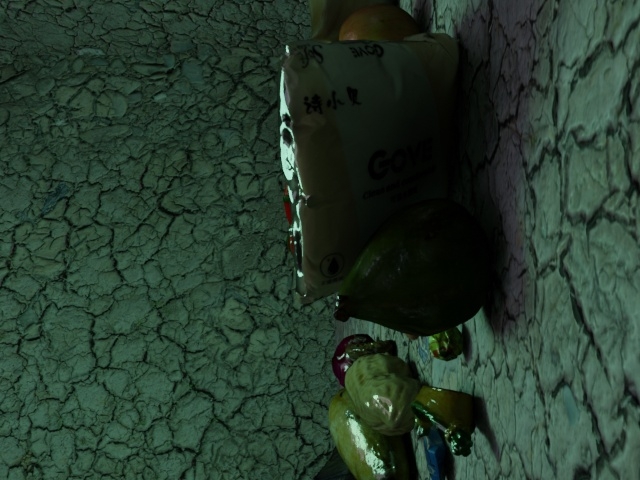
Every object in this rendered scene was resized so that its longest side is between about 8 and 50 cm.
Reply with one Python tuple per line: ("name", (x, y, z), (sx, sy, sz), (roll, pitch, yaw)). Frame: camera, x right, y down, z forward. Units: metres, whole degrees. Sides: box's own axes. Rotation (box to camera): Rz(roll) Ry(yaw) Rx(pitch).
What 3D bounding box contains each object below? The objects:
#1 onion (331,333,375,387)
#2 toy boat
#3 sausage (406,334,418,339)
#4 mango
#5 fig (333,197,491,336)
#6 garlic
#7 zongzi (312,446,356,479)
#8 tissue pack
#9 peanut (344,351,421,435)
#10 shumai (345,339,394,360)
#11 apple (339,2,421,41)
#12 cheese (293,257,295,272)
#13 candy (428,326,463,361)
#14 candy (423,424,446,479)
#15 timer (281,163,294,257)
("onion", (0.104, 0.361, 2.075), (0.198, 0.135, 0.173), (-116, 22, -77))
("toy boat", (0.187, 0.272, 1.116), (0.229, 0.088, 0.088), (128, 155, -79))
("sausage", (0.190, 0.165, 1.477), (0.034, 0.034, 0.083), (-95, 7, -50))
("mango", (0.125, 0.465, 1.697), (0.330, 0.175, 0.177), (58, 176, 47))
("fig", (0.120, 0.043, 1.014), (0.195, 0.244, 0.196), (167, 90, -75))
("garlic", (0.064, -0.559, 1.812), (0.231, 0.245, 0.340), (64, -169, -67))
("zongzi", (0.117, 0.693, 1.918), (0.432, 0.207, 0.404), (-55, -42, -61))
("tissue pack", (0.066, -0.136, 1.135), (0.375, 0.195, 0.390), (-29, -55, -44))
("peanut", (0.140, 0.321, 1.538), (0.153, 0.140, 0.325), (-49, 9, -7))
("shumai", (0.131, 0.294, 1.835), (0.139, 0.123, 0.105), (116, 145, -51))
("apple", (0.119, -0.373, 1.471), (0.209, 0.164, 0.210), (177, 90, -88))
("cheese", (0.000, 0.000, 1.950), (0.233, 0.127, 0.266), (-43, -44, -83))
("candy", (0.206, 0.104, 1.189), (0.062, 0.058, 0.194), (-38, 38, 50))
("candy", (0.205, 0.376, 1.300), (0.136, 0.038, 0.088), (-82, -20, -65))
("timer", (0.057, -0.088, 1.631), (0.378, 0.278, 0.379), (179, 90, -84))
